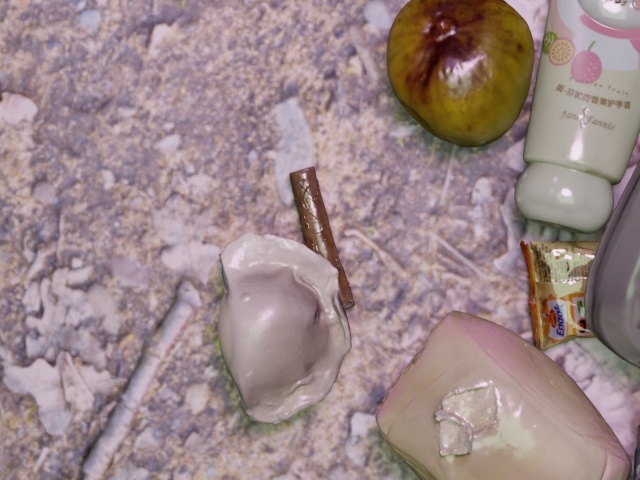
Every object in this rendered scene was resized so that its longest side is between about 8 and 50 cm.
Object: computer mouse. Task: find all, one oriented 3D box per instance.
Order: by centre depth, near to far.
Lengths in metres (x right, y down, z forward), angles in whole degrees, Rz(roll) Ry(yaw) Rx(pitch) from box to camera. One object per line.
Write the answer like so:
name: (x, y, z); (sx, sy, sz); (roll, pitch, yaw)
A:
computer mouse: (0.370, -0.028, 1.342); (0.197, 0.095, 0.331); (28, 97, -15)

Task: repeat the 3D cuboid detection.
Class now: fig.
fig: (0.130, -0.162, 1.351); (0.136, 0.121, 0.153); (-4, 94, 12)

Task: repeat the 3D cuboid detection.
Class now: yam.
yam: (0.000, 0.000, 1.424); (0.032, 0.032, 0.145); (-16, 91, 8)

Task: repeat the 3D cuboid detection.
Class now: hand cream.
hand cream: (0.260, -0.159, 1.362); (0.147, 0.093, 0.306); (15, 86, 6)

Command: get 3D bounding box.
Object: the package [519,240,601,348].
package: (0.257, 0.046, 1.396); (0.120, 0.031, 0.108); (-7, 94, 9)

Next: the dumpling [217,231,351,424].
dumpling: (-0.036, 0.082, 1.401); (0.127, 0.108, 0.188); (-5, 93, -8)

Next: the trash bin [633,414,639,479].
trash bin: (0.458, 0.306, 1.280); (0.295, 0.259, 0.381); (-17, 98, 16)

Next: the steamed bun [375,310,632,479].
steamed bun: (0.169, 0.188, 1.355); (0.238, 0.152, 0.170); (42, 98, 5)
